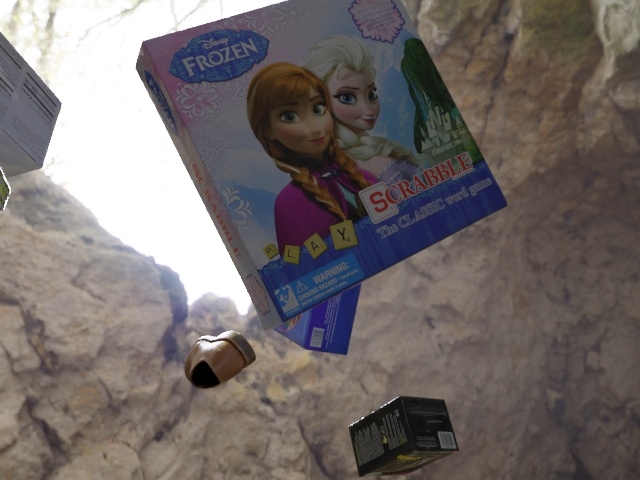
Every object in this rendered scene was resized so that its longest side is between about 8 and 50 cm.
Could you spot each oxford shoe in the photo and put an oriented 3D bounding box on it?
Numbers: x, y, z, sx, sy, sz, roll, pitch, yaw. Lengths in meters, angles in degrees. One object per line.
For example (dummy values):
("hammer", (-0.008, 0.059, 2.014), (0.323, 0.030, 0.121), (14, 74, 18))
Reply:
("oxford shoe", (-0.172, 0.189, 1.038), (0.076, 0.212, 0.076), (-40, -89, -32))

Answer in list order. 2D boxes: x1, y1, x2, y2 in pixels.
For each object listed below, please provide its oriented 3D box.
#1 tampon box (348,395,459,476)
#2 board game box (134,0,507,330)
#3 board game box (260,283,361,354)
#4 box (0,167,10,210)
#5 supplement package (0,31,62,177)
("tampon box", (0.154, 0.372, 1.314), (0.120, 0.161, 0.101), (12, -129, -35))
("board game box", (0.010, -0.113, 0.776), (0.318, 0.066, 0.318), (-26, -93, -26))
("board game box", (0.000, 0.000, 1.208), (0.078, 0.347, 0.233), (12, 180, -23))
("box", (-0.507, -0.095, 0.866), (0.207, 0.114, 0.036), (10, -117, -6))
("supplement package", (-0.542, -0.212, 0.989), (0.204, 0.262, 0.145), (-11, -128, 15))
